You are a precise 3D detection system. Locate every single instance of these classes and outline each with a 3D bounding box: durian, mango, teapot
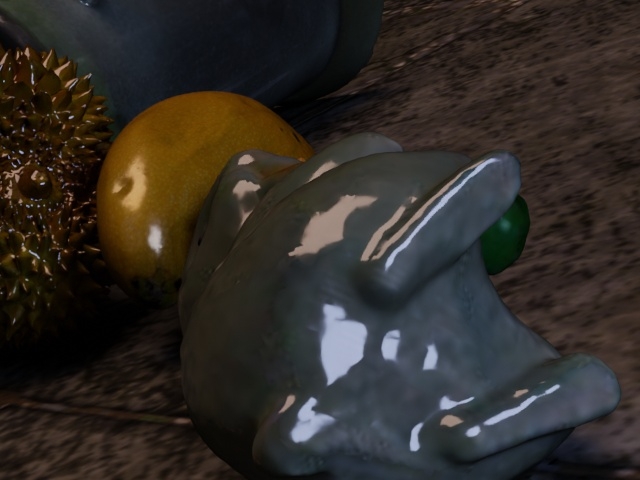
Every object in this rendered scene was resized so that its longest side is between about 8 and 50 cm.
[{"bbox_3d":[-0.161,-0.022,0.922,0.137,0.158,0.168,18,-16,-26],"label":"durian"},{"bbox_3d":[-0.054,-0.023,0.886,0.075,0.098,0.190,-28,0,29],"label":"mango"},{"bbox_3d":[-0.117,-0.135,1.120,0.337,0.200,0.270,-39,-15,-46],"label":"teapot"}]

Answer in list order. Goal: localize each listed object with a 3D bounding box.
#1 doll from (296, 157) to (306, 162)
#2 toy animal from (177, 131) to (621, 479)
[{"bbox_3d":[0.006,0.007,0.827,0.078,0.076,0.113,-45,-22,12],"label":"doll"},{"bbox_3d":[-0.007,0.024,0.661,0.127,0.125,0.251,5,-1,-22],"label":"toy animal"}]
